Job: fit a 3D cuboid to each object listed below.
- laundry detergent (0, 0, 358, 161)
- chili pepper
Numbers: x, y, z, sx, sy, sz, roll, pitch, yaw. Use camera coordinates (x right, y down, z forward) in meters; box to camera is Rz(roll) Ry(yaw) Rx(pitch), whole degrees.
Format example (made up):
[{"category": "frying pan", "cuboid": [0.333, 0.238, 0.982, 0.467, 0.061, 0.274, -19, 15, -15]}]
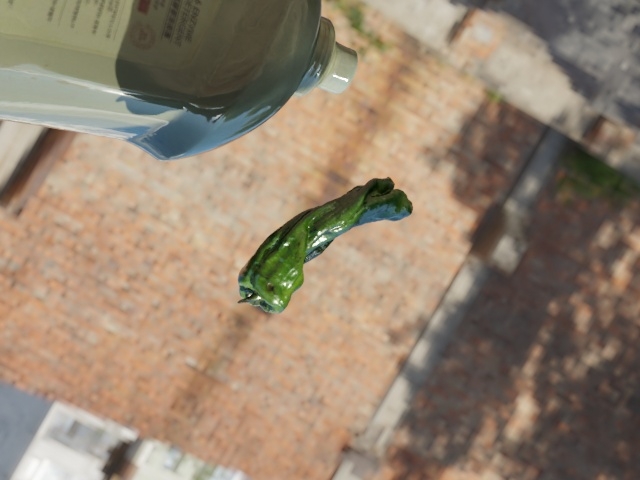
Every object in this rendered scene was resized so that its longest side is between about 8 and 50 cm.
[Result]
[{"category": "laundry detergent", "cuboid": [-0.093, -0.127, 0.739, 0.253, 0.181, 0.091, 19, 163, -27]}, {"category": "chili pepper", "cuboid": [0.000, -0.002, 0.671, 0.030, 0.091, 0.034, 12, 134, 60]}]
